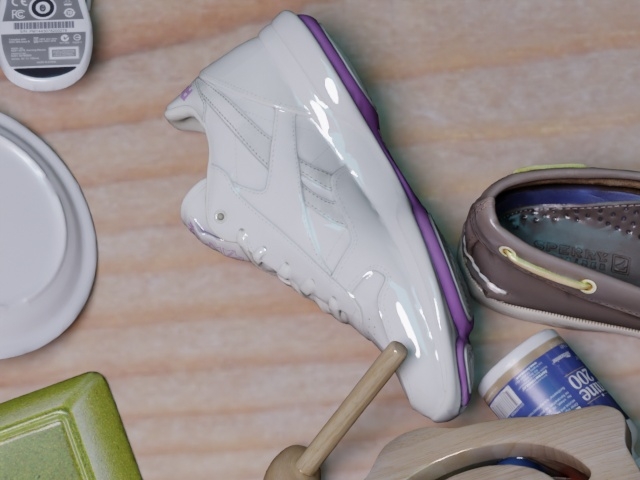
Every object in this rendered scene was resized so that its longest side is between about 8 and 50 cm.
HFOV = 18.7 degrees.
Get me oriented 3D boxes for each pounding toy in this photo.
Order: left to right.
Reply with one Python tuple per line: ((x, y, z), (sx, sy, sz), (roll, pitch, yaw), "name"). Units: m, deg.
((0.070, 0.163, 1.165), (0.270, 0.155, 0.154), (-11, 33, 26), "pounding toy")

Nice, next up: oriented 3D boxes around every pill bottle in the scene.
((0.164, 0.122, 1.264), (0.067, 0.067, 0.120), (-35, 74, -13), "pill bottle")

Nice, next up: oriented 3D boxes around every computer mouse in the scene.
((-0.201, -0.182, 1.384), (0.106, 0.042, 0.193), (-1, 64, -7), "computer mouse")

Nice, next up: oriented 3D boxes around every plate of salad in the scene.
((-0.244, -0.007, 1.291), (0.200, 0.048, 0.199), (18, 54, -26), "plate of salad")

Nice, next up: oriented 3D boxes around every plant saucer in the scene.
((-0.200, 0.191, 1.242), (0.188, 0.045, 0.188), (-20, 71, -9), "plant saucer")

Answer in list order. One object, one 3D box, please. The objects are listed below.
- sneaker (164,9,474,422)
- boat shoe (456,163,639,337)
((0.000, 0.000, 1.299), (0.152, 0.114, 0.305), (-29, 68, 3), "sneaker")
((0.256, 0.012, 1.291), (0.324, 0.096, 0.116), (8, 70, 2), "boat shoe")
